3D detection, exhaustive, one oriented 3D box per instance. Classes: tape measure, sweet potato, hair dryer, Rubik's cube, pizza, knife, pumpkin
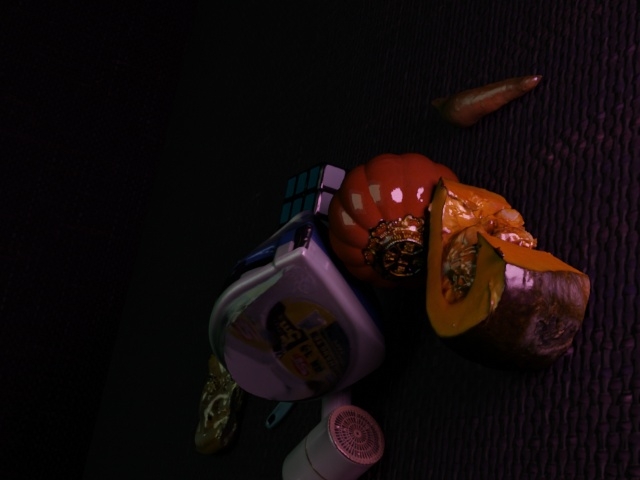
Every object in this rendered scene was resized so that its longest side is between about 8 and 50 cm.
[{"bbox_3d":[-0.045,0.129,1.328,0.262,0.259,0.138,-31,20,13],"label":"tape measure"},{"bbox_3d":[0.248,-0.215,1.310,0.069,0.059,0.249,-40,14,-24],"label":"sweet potato"},{"bbox_3d":[0.025,0.268,1.443,0.173,0.107,0.357,-49,23,38],"label":"hair dryer"},{"bbox_3d":[0.026,-0.039,1.549,0.160,0.163,0.162,-16,63,63],"label":"Rubik's cube"},{"bbox_3d":[-0.233,0.354,1.950,0.189,0.071,0.297,-22,54,62],"label":"pizza"},{"bbox_3d":[-0.033,0.292,1.623,0.313,0.019,0.044,-53,38,37],"label":"knife"},{"bbox_3d":[0.236,0.023,1.068,0.190,0.139,0.281,-35,45,58],"label":"pumpkin"}]

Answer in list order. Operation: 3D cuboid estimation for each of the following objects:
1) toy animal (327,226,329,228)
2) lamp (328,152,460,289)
[{"bbox_3d":[0.060,-0.013,1.396,0.124,0.212,0.124,-36,49,57],"label":"toy animal"},{"bbox_3d":[0.120,-0.027,1.256,0.223,0.223,0.196,-58,16,29],"label":"lamp"}]
